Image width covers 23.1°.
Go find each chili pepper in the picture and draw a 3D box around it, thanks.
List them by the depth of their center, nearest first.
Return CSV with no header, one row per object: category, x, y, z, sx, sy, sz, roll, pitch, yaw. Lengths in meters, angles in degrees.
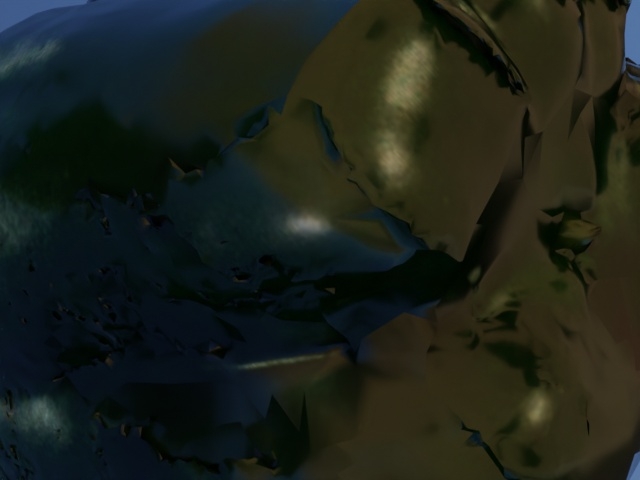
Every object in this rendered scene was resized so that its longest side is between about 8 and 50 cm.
chili pepper,0.000,0.000,0.529,0.233,0.257,0.248,47,-122,-23
